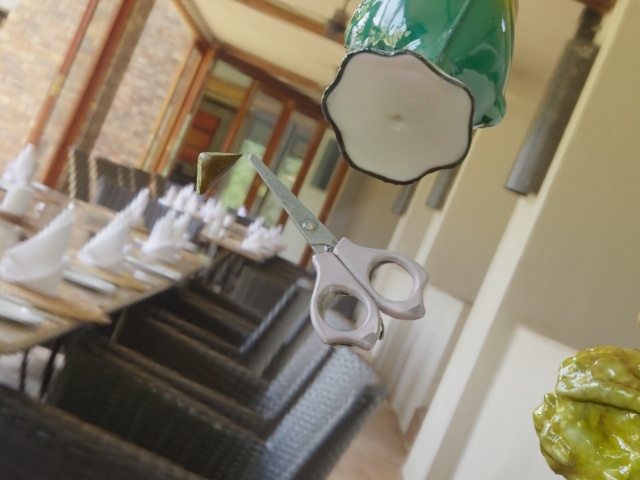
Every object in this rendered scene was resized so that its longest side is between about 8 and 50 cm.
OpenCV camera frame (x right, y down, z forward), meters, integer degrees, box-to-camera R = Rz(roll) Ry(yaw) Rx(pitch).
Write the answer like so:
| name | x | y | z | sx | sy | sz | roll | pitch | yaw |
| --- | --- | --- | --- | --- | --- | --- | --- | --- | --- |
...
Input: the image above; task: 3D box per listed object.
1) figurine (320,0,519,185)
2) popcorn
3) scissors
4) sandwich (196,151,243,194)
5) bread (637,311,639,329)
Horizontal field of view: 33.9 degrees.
| name | x | y | z | sx | sy | sz | roll | pitch | yaw |
| --- | --- | --- | --- | --- | --- | --- | --- | --- | --- |
| figurine | 0.144 | -0.245 | 1.315 | 0.231 | 0.340 | 0.323 | 30 | -41 | -5 |
| popcorn | 0.352 | 0.215 | 1.235 | 0.197 | 0.197 | 0.155 | 23 | 15 | 9 |
| scissors | 0.000 | 0.000 | 0.794 | 0.189 | 0.100 | 0.015 | 49 | -26 | 23 |
| sandwich | -0.150 | -0.103 | 1.441 | 0.044 | 0.083 | 0.031 | 46 | -2 | -21 |
| bread | 0.377 | 0.140 | 0.867 | 0.246 | 0.111 | 0.239 | 19 | 39 | -62 |
